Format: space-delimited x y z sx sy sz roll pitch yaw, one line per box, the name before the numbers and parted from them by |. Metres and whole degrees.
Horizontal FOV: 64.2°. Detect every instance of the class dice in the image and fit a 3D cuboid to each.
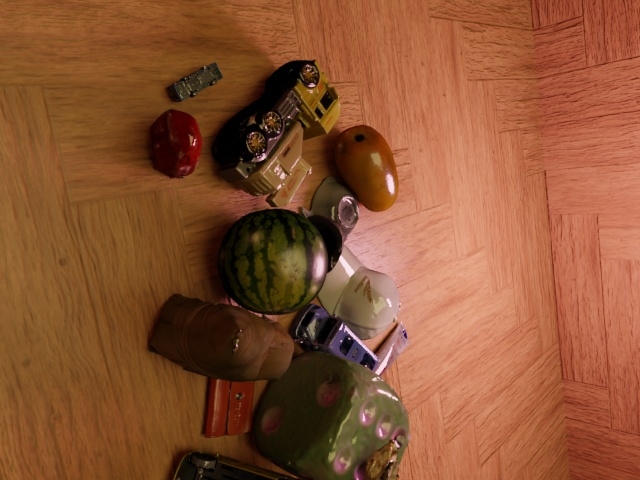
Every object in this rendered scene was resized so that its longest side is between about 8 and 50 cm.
dice | 0.036 0.521 1.435 0.322 0.330 0.318 47 59 -32

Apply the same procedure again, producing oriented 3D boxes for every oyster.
oyster | 0.140 0.612 1.282 0.133 0.072 0.209 -28 131 -42

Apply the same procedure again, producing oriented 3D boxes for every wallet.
wallet | -0.236 0.415 1.364 0.142 0.045 0.204 9 85 -44

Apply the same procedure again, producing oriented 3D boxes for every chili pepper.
chili pepper | -0.313 -0.231 1.147 0.136 0.253 0.144 31 76 -21

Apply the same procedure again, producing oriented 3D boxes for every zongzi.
zongzi | -0.130 0.258 1.216 0.447 0.418 0.181 21 72 -34

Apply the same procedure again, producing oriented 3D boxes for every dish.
dish | 0.053 -0.090 1.619 0.246 0.078 0.224 -21 106 -42

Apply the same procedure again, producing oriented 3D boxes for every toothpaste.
toothpaste | 0.227 0.416 1.810 0.323 0.066 0.100 -37 111 -43

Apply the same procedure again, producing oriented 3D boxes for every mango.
mango | 0.154 -0.219 1.639 0.173 0.211 0.317 -32 126 -8

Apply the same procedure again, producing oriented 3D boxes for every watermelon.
watermelon | -0.119 0.055 1.310 0.285 0.285 0.285 -1 91 -44

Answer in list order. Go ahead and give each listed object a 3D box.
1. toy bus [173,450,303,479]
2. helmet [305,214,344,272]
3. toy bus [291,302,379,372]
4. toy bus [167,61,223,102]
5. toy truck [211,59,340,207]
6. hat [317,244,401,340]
toy bus | -0.198 0.632 1.277 0.331 0.151 0.145 17 81 1
helmet | 0.003 0.002 1.526 0.107 0.153 0.177 -35 149 -65
toy bus | 0.049 0.321 1.566 0.292 0.133 0.125 48 61 -27
toy bus | -0.311 -0.392 1.270 0.153 0.061 0.051 -46 119 -36
toy truck | -0.104 -0.292 1.393 0.254 0.181 0.405 48 60 -31
hat | 0.131 0.148 1.636 0.258 0.168 0.301 -54 125 -31
